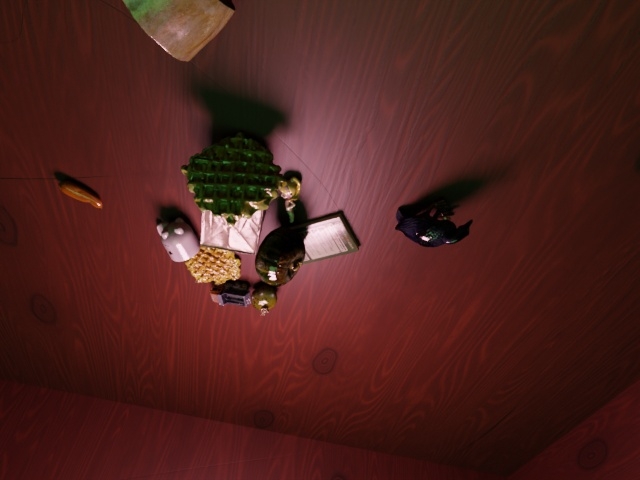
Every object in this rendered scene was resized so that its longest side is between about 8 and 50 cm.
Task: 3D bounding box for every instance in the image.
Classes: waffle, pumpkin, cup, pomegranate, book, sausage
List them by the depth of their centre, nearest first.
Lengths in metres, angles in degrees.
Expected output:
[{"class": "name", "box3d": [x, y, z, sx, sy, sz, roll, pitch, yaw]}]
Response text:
[{"class": "pumpkin", "box3d": [-0.360, -0.649, 1.208, 0.198, 0.333, 0.332, -23, 127, 11]}, {"class": "waffle", "box3d": [-0.282, -0.211, 1.584, 0.297, 0.317, 0.073, 50, 164, 6]}, {"class": "pumpkin", "box3d": [-0.149, 0.064, 1.851, 0.159, 0.238, 0.238, 19, 136, 15]}, {"class": "sausage", "box3d": [-0.946, -0.184, 1.888, 0.183, 0.054, 0.062, 28, 163, -20]}, {"class": "book", "box3d": [0.000, 0.000, 1.951, 0.263, 0.027, 0.202, -15, 128, 22]}, {"class": "cup", "box3d": [-0.590, -0.020, 1.964, 0.134, 0.173, 0.142, -27, 130, -10]}, {"class": "waffle", "box3d": [-0.475, 0.098, 2.094, 0.253, 0.052, 0.245, -5, 131, 11]}, {"class": "pomegranate", "box3d": [-0.259, 0.266, 2.171, 0.130, 0.130, 0.130, 4, 134, 4]}]

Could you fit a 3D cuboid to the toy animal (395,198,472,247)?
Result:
[{"class": "toy animal", "box3d": [0.402, -0.056, 1.738, 0.298, 0.186, 0.122, 4, 142, 31]}]

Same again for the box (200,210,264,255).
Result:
[{"class": "box", "box3d": [-0.316, -0.121, 1.770, 0.224, 0.191, 0.297, 11, 134, -5]}]

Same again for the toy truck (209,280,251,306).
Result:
[{"class": "toy truck", "box3d": [-0.411, 0.245, 2.183, 0.191, 0.092, 0.083, 8, 135, 11]}]

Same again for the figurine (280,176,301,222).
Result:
[{"class": "figurine", "box3d": [-0.109, -0.155, 1.794, 0.082, 0.083, 0.188, 1, 127, 7]}]
